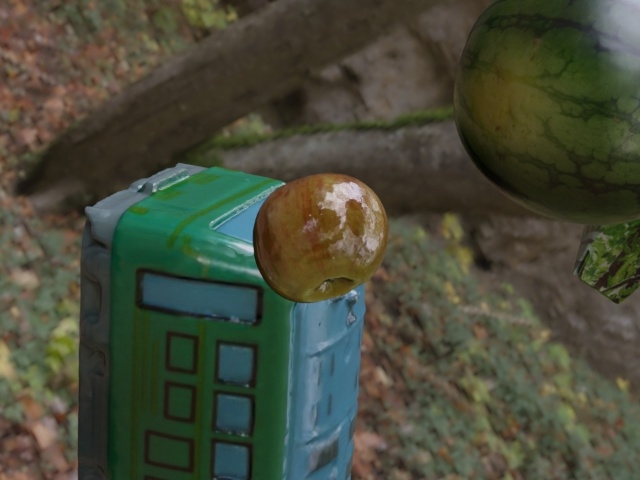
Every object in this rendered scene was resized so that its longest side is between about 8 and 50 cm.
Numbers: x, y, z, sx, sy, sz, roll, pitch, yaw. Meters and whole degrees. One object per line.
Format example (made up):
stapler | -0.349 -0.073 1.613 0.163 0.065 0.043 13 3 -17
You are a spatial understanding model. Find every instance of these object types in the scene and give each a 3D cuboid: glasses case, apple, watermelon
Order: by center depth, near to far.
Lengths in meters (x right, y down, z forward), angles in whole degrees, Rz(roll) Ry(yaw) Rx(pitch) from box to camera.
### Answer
watermelon | 0.164 -0.070 0.771 0.187 0.141 0.141 28 -8 17
apple | 0.000 0.000 0.855 0.084 0.084 0.071 54 23 -69
glasses case | 0.277 -0.074 1.212 0.062 0.095 0.272 31 43 -7

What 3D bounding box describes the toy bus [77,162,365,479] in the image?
toy bus | -0.072 0.123 1.096 0.183 0.199 0.344 -38 136 -62
